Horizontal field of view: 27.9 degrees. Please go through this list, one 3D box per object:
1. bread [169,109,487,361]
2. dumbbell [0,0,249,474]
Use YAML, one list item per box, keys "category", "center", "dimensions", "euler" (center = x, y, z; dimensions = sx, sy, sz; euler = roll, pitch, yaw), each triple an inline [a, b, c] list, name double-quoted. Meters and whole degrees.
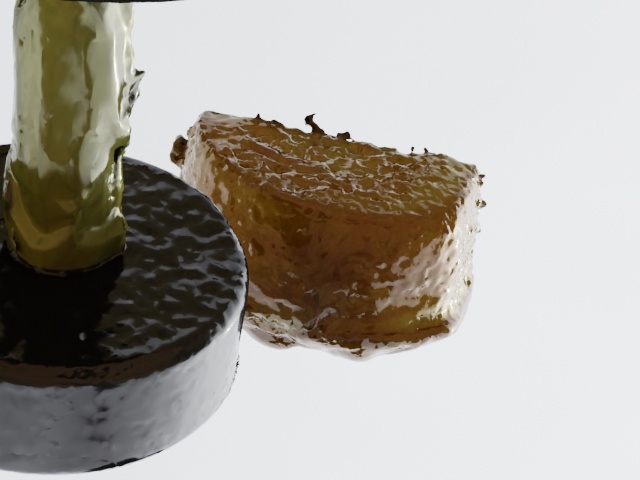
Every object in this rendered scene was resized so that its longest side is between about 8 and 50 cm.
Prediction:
- category: "bread"
  center: [0.000, 0.000, 0.865]
  dimensions: [0.229, 0.143, 0.139]
  euler: [10, -155, 0]
- category: "dumbbell"
  center: [-0.119, -0.071, 0.594]
  dimensions: [0.204, 0.322, 0.203]
  euler: [8, -146, -5]
